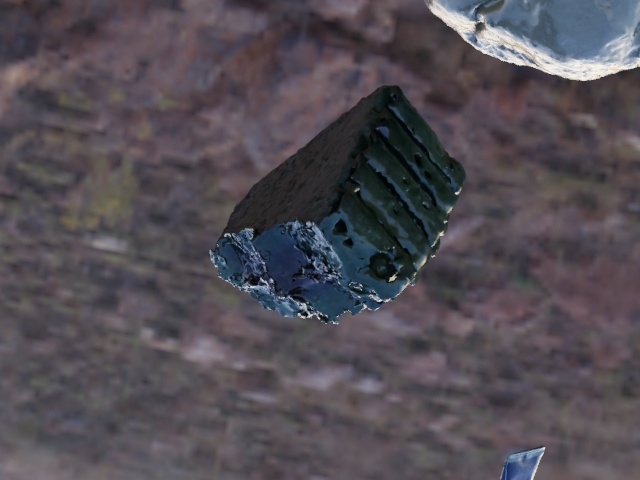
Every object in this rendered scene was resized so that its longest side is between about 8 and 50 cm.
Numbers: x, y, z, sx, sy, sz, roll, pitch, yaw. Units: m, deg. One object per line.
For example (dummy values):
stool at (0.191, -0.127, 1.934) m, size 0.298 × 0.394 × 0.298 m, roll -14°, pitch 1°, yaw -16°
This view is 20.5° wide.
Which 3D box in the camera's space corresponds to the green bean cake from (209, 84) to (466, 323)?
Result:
green bean cake at (0.000, 0.000, 1.366) m, size 0.208 × 0.193 × 0.107 m, roll -31°, pitch 112°, yaw 37°

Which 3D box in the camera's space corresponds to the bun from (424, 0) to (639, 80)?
bun at (0.210, -0.244, 1.386) m, size 0.205 × 0.281 × 0.281 m, roll 39°, pitch 152°, yaw -27°

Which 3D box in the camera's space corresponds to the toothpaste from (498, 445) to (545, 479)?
toothpaste at (0.140, 0.212, 1.361) m, size 0.037 × 0.140 × 0.021 m, roll -10°, pitch -140°, yaw -34°
